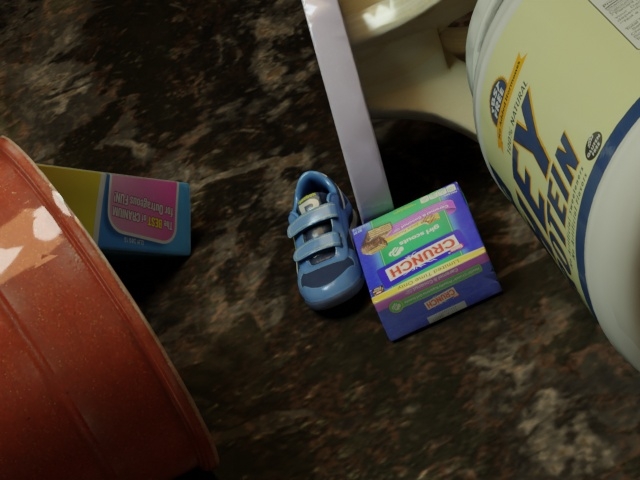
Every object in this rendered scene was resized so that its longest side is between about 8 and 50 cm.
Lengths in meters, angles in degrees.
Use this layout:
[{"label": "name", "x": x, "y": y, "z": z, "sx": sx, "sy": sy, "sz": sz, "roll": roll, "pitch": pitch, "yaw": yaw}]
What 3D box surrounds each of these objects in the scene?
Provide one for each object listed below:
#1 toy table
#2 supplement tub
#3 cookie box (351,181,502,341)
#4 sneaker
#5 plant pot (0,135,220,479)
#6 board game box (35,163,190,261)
[{"label": "toy table", "x": 0.074, "y": -0.158, "z": 1.438, "sx": 0.160, "sy": 0.274, "sz": 0.252, "roll": -16, "pitch": -2, "yaw": 1}, {"label": "supplement tub", "x": 0.232, "y": -0.069, "z": 1.147, "sx": 0.235, "sy": 0.235, "sz": 0.325, "roll": -28, "pitch": 30, "yaw": 1}, {"label": "cookie box", "x": 0.077, "y": 0.014, "z": 1.343, "sx": 0.091, "sy": 0.040, "sz": 0.107, "roll": -25, "pitch": 31, "yaw": 5}, {"label": "sneaker", "x": 0.000, "y": 0.000, "z": 1.410, "sx": 0.053, "sy": 0.059, "sz": 0.144, "roll": -21, "pitch": 32, "yaw": 9}, {"label": "plant pot", "x": -0.253, "y": 0.113, "z": 1.226, "sx": 0.265, "sy": 0.272, "sz": 0.272, "roll": -33, "pitch": 30, "yaw": -12}, {"label": "board game box", "x": -0.295, "y": -0.018, "z": 1.481, "sx": 0.242, "sy": 0.064, "sz": 0.316, "roll": -5, "pitch": -6, "yaw": 35}]
